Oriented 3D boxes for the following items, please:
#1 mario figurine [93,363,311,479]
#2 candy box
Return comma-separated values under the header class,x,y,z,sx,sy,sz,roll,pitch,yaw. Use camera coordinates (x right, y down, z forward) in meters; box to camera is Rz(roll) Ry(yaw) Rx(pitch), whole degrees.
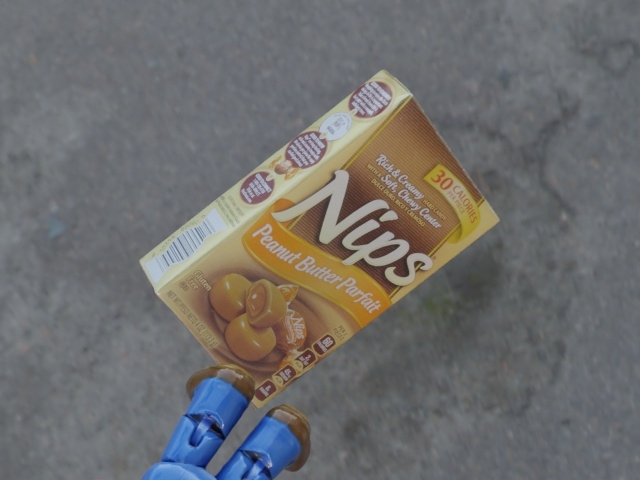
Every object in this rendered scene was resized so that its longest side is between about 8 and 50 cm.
class,x,y,z,sx,sy,sz,roll,pitch,yaw
mario figurine,-0.152,0.267,1.503,0.198,0.170,0.320,18,52,33
candy box,0.000,0.000,1.685,0.316,0.183,0.087,-38,31,1
